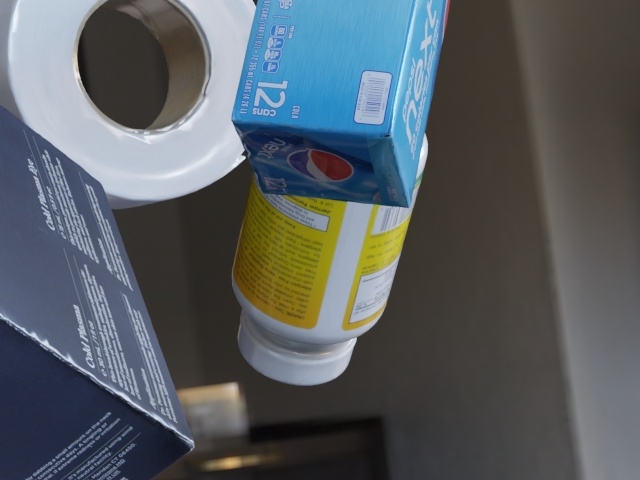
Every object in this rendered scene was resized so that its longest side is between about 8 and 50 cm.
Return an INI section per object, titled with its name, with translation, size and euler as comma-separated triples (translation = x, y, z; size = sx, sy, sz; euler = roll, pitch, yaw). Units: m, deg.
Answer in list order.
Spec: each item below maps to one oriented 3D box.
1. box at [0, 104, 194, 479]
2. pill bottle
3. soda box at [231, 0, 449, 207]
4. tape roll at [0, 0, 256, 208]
[box]
translation = -0.301, 0.034, 1.643
size = 0.179, 0.343, 0.312
euler = -36, -45, 12
[pill bottle]
translation = 0.000, 0.000, 1.441
size = 0.117, 0.117, 0.208
euler = -5, -50, -22
[soda box]
translation = 0.021, -0.124, 0.839
size = 0.067, 0.210, 0.071
euler = 7, -22, 13
[tape roll]
translation = -0.197, -0.174, 2.026
size = 0.286, 0.286, 0.100
euler = -4, -3, -28
